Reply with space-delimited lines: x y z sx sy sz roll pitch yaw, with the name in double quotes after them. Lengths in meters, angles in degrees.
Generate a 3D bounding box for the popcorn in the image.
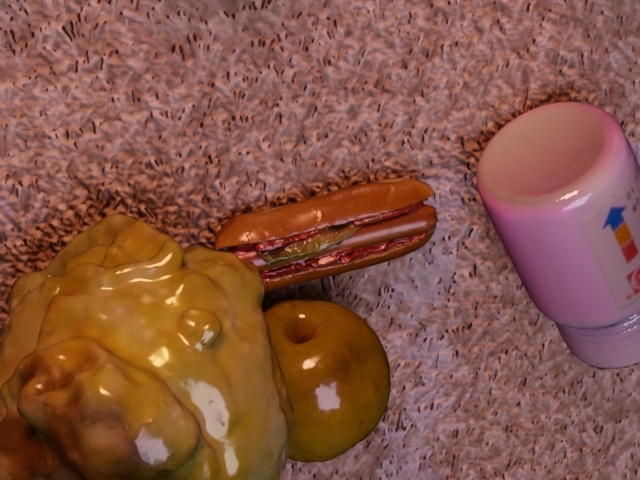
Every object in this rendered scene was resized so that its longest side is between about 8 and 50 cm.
-0.165 0.140 1.702 0.312 0.312 0.312 -12 128 -17 "popcorn"

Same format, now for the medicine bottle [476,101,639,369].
0.258 -0.001 1.883 0.152 0.152 0.254 -32 132 -1 "medicine bottle"

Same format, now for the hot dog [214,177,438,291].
0.000 0.000 1.822 0.235 0.062 0.092 -17 132 -12 "hot dog"

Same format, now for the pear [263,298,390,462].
-0.006 0.137 1.863 0.149 0.149 0.162 -21 126 -10 "pear"
